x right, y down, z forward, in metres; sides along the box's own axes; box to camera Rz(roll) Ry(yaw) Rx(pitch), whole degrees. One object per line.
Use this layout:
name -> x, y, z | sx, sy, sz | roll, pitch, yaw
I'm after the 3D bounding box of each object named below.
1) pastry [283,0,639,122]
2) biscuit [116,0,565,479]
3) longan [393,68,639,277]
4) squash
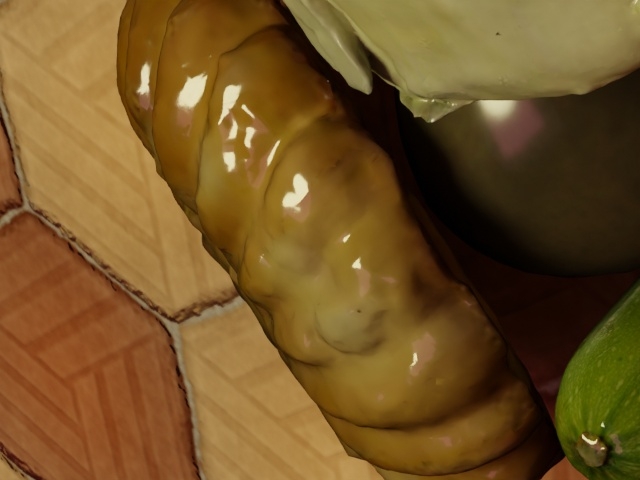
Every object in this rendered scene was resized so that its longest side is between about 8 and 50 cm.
pastry -> 0.096, -0.163, 0.722 | 0.265, 0.265, 0.133 | 3, 136, 43
biscuit -> 0.000, 0.000, 0.970 | 0.326, 0.107, 0.326 | 53, 178, 2
longan -> 0.115, -0.073, 0.885 | 0.189, 0.189, 0.189 | 24, 130, 32
squash -> 0.168, 0.056, 0.890 | 0.095, 0.188, 0.095 | 25, 132, 30
